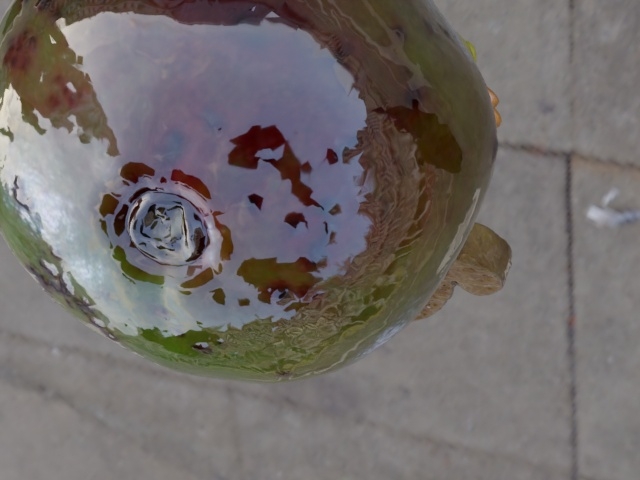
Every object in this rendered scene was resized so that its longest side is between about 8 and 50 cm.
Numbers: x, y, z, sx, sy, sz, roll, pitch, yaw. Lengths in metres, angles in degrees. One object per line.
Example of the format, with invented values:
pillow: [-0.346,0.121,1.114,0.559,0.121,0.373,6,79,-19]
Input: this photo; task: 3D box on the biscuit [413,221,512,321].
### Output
biscuit: [0.002,-0.009,1.504,0.350,0.070,0.394,7,161,-1]

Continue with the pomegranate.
pomegranate: [-0.053,-0.068,0.949,0.290,0.323,0.291,-2,109,-6]

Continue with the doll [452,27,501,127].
doll: [0.059,-0.154,1.430,0.221,0.135,0.143,31,165,-16]
